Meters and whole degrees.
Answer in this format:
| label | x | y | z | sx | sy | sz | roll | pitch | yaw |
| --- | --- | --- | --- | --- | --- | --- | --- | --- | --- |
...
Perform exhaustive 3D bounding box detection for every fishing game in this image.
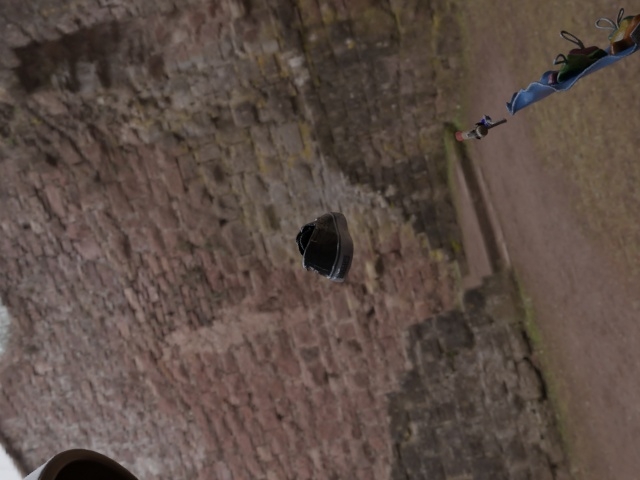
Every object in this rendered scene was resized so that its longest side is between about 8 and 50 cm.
| label | x | y | z | sx | sy | sz | roll | pitch | yaw |
| --- | --- | --- | --- | --- | --- | --- | --- | --- | --- |
| fishing game | 0.210 | -0.149 | 0.567 | 0.041 | 0.264 | 0.189 | 59 | -173 | -4 |

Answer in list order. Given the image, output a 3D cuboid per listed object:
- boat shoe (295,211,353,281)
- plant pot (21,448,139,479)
| label | x | y | z | sx | sy | sz | roll | pitch | yaw |
| --- | --- | --- | --- | --- | --- | --- | --- | --- | --- |
| boat shoe | 0.000 | 0.000 | 0.705 | 0.142 | 0.040 | 0.049 | -117 | 43 | -77 |
| plant pot | -0.261 | 0.362 | 0.735 | 0.263 | 0.229 | 0.263 | 57 | -175 | -7 |
